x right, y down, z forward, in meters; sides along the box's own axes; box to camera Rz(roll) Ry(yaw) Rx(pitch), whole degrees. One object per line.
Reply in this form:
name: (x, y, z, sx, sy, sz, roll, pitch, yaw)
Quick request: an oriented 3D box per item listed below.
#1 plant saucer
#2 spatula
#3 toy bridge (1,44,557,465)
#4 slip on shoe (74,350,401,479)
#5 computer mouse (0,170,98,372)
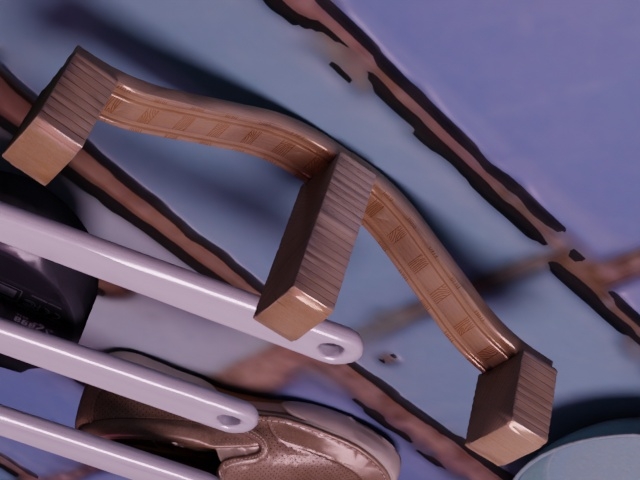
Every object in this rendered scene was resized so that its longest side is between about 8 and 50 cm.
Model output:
plant saucer: (0.134, 0.102, 0.477, 0.119, 0.021, 0.119, 9, 139, 8)
spatula: (-0.118, 0.027, 0.393, 0.242, 0.019, 0.168, 22, 138, -17)
toy bridge: (0.000, 0.000, 0.372, 0.188, 0.063, 0.026, 33, 137, -17)
slip on shoe: (-0.035, 0.087, 0.500, 0.135, 0.041, 0.051, 21, 140, -5)
computer mouse: (-0.142, 0.035, 0.489, 0.071, 0.041, 0.242, 27, 145, -15)
